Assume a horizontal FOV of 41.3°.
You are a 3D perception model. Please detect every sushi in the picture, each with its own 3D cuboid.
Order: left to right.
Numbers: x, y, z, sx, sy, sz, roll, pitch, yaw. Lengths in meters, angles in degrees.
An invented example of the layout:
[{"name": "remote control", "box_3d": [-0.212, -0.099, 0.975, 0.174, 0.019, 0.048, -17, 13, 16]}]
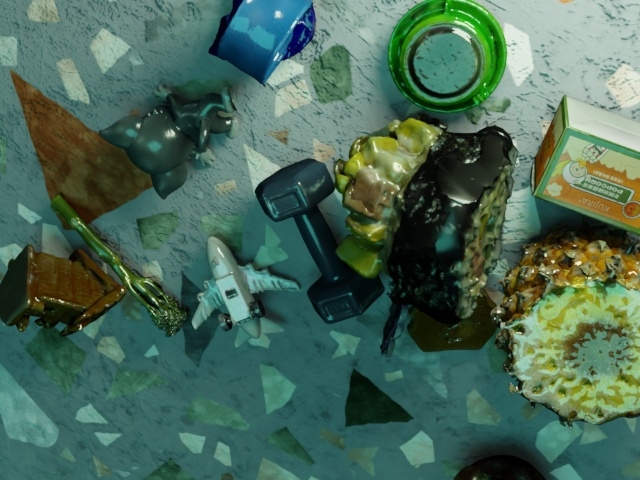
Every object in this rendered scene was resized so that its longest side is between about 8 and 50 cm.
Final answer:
[{"name": "sushi", "box_3d": [0.177, -0.039, 1.518, 0.285, 0.328, 0.328, 14, 135, 21]}]

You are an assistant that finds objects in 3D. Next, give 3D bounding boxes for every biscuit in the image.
[{"name": "biscuit", "box_3d": [0.264, 0.146, 1.698, 0.182, 0.034, 0.215, -4, 135, 3]}]

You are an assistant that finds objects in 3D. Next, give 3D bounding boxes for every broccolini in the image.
[{"name": "broccolini", "box_3d": [-0.444, 0.056, 1.860, 0.392, 0.079, 0.074, 48, 128, -4]}]

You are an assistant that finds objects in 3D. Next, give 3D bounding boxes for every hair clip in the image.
[{"name": "hair clip", "box_3d": [0.145, 0.149, 1.713, 0.052, 0.124, 0.195, 14, 119, 1]}]

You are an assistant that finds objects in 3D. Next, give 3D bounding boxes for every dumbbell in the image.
[{"name": "dumbbell", "box_3d": [-0.001, 0.000, 1.665, 0.144, 0.156, 0.316, -4, 119, 49]}]

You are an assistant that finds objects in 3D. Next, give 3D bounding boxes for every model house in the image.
[{"name": "model house", "box_3d": [-0.557, 0.125, 1.824, 0.229, 0.219, 0.199, 18, 136, -28]}]

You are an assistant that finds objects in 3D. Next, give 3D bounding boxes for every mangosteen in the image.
[{"name": "mangosteen", "box_3d": [0.364, 0.579, 1.796, 0.231, 0.289, 0.231, 0, 90, 48]}]

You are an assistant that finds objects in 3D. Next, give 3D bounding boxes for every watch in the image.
[{"name": "watch", "box_3d": [-0.104, -0.366, 1.472, 0.171, 0.200, 0.196, 23, 116, -2]}]

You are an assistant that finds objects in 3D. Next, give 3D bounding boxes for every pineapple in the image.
[{"name": "pineapple", "box_3d": [0.482, 0.134, 1.522, 0.352, 0.300, 0.352, 6, 119, 11]}]

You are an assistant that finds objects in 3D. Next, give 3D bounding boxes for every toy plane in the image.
[{"name": "toy plane", "box_3d": [-0.178, 0.109, 1.786, 0.251, 0.101, 0.255, -21, 110, 10]}]

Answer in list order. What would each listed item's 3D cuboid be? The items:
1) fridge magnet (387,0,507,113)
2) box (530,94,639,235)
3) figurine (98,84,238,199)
[{"name": "fridge magnet", "box_3d": [0.219, -0.319, 1.477, 0.208, 0.088, 0.208, 6, 118, 11]}, {"name": "box", "box_3d": [0.481, -0.129, 1.458, 0.195, 0.177, 0.148, 21, 120, 3]}, {"name": "figurine", "box_3d": [-0.260, -0.198, 1.635, 0.265, 0.140, 0.193, -9, 132, 34]}]
